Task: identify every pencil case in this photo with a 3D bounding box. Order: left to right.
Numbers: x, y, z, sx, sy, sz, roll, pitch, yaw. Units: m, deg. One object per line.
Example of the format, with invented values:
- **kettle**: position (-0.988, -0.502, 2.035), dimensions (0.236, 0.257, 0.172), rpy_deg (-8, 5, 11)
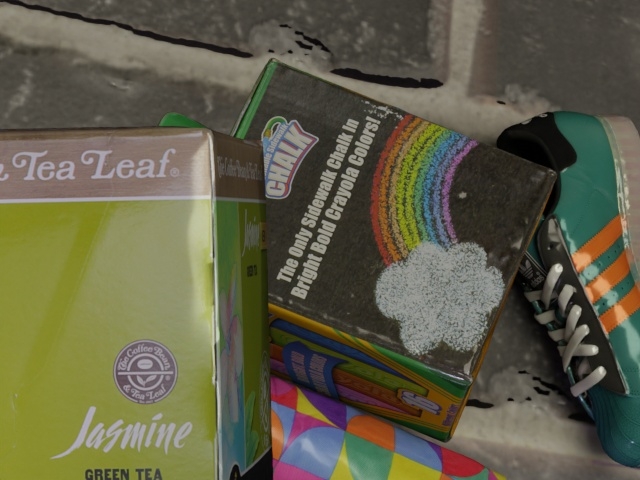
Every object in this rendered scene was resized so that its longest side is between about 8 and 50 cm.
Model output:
- **pencil case**: position (0.028, 0.184, 1.362), dimensions (0.236, 0.104, 0.104), rpy_deg (27, 69, -12)

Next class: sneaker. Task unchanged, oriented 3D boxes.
- **sneaker**: position (0.208, 0.039, 1.463), dimensions (0.121, 0.108, 0.302), rpy_deg (0, 69, -19)

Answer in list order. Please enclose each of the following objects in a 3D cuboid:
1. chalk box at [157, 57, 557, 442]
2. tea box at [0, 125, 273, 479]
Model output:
- **chalk box**: position (0.000, 0.000, 1.335), dimensions (0.289, 0.179, 0.180), rpy_deg (22, 71, 7)
- **tea box**: position (-0.205, 0.093, 1.138), dimensions (0.329, 0.220, 0.323), rpy_deg (0, 92, 6)
